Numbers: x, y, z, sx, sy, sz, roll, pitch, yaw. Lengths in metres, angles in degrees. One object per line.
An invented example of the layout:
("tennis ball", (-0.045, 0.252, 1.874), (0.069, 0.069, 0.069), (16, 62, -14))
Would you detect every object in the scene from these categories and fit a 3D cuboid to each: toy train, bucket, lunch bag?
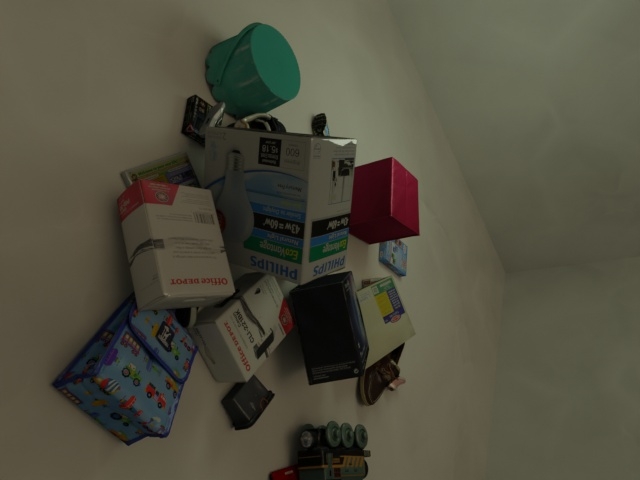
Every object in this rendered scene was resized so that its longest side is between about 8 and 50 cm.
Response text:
("toy train", (0.049, 0.694, 1.538), (0.334, 0.142, 0.190), (32, 48, -49))
("bucket", (-0.206, -0.536, 1.518), (0.281, 0.183, 0.281), (24, 60, -51))
("lunch bag", (-0.402, 0.264, 1.081), (0.221, 0.138, 0.293), (56, 28, -27))

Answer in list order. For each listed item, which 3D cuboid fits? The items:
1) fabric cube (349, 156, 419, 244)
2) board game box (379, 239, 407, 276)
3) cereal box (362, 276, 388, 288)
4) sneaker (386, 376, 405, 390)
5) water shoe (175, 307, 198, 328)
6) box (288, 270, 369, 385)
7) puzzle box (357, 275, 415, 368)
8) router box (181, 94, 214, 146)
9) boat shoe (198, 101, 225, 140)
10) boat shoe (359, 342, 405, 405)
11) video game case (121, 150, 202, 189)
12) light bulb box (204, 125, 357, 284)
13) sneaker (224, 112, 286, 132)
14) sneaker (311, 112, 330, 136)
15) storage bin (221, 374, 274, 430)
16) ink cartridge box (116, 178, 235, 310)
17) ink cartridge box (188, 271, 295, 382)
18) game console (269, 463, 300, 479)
("fabric cube", (0.250, -0.155, 1.991), (0.259, 0.254, 0.258), (26, 59, -49))
("board game box", (0.348, 0.060, 2.254), (0.211, 0.039, 0.160), (35, 53, -44))
("cereal box", (0.256, 0.281, 2.050), (0.173, 0.047, 0.240), (4, 77, -54))
("sneaker", (0.316, 0.613, 2.037), (0.134, 0.051, 0.070), (32, 57, -42))
("water shoe", (-0.332, 0.126, 1.240), (0.080, 0.072, 0.203), (6, 76, -56))
("box", (0.039, 0.268, 1.545), (0.296, 0.182, 0.294), (-20, 97, -81))
("puzzle box", (0.205, 0.320, 1.875), (0.408, 0.052, 0.272), (-17, 84, -47))
("router box", (-0.349, -0.347, 1.386), (0.092, 0.038, 0.123), (28, 58, -49))
("boat shoe", (-0.307, -0.340, 1.372), (0.040, 0.049, 0.142), (51, 49, -42))
("boat shoe", (0.260, 0.516, 1.919), (0.123, 0.123, 0.342), (64, 37, -20))
("video game case", (-0.398, -0.119, 1.263), (0.212, 0.023, 0.193), (-38, 112, -51))
("light bulb box", (-0.117, -0.110, 1.286), (0.225, 0.357, 0.361), (-16, 114, -55))
("sneaker", (-0.181, -0.344, 1.551), (0.321, 0.127, 0.126), (-31, 105, -55))
("sneaker", (0.007, -0.431, 1.914), (0.073, 0.063, 0.162), (15, 71, -71))
("storage bin", (-0.202, 0.441, 1.322), (0.091, 0.098, 0.135), (57, 39, -12))
("ink cartridge box", (-0.342, 0.015, 1.129), (0.207, 0.117, 0.283), (5, 63, -52))
("ink cartridge box", (-0.212, 0.236, 1.340), (0.273, 0.114, 0.197), (-44, 117, -50))
("game console", (-0.104, 0.759, 1.428), (0.144, 0.085, 0.124), (17, 36, -52))
